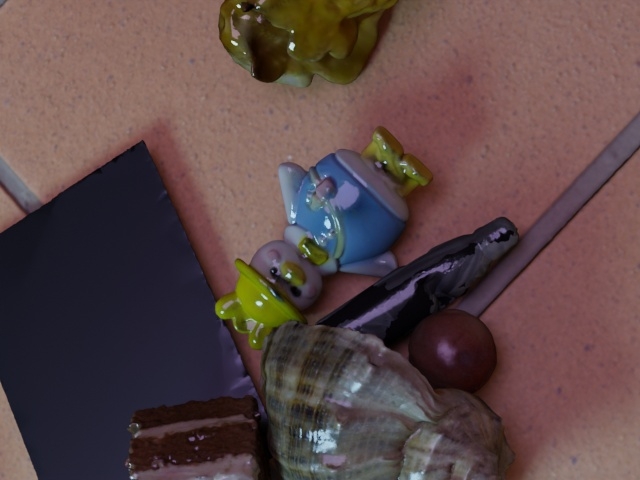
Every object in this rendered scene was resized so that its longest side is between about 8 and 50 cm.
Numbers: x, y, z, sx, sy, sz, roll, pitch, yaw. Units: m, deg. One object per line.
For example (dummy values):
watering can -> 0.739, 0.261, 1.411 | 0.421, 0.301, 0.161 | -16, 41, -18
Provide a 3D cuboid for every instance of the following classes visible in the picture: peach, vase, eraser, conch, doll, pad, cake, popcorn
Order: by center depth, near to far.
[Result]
conch -> 0.036, 0.186, 1.377 | 0.291, 0.210, 0.159 | 8, 67, 39
cake -> -0.107, 0.231, 1.406 | 0.134, 0.147, 0.135 | -9, 113, 4
peach -> 0.121, 0.104, 1.426 | 0.083, 0.083, 0.083 | -6, 74, 20
vase -> 0.095, 0.045, 1.464 | 0.211, 0.060, 0.060 | -35, 66, 9
doll -> 0.000, 0.000, 1.495 | 0.241, 0.135, 0.099 | -47, 37, 2
popcorn -> -0.008, -0.273, 1.526 | 0.253, 0.191, 0.190 | -52, 50, 10
eraser -> -0.185, 0.151, 1.563 | 0.150, 0.023, 0.104 | 30, 87, 25
pad -> -0.211, 0.109, 1.569 | 0.247, 0.007, 0.367 | -31, 67, 9
